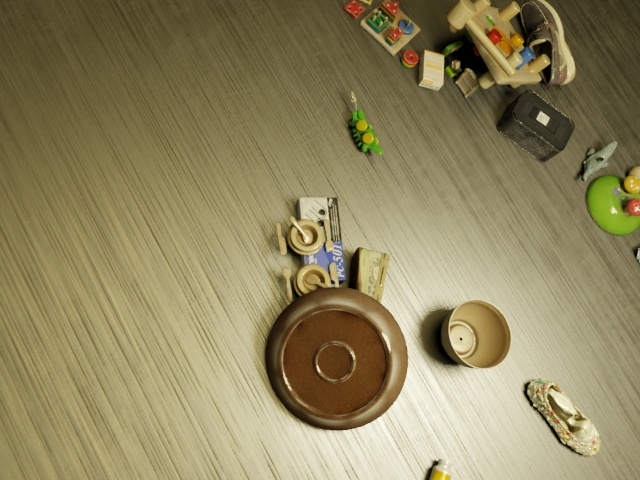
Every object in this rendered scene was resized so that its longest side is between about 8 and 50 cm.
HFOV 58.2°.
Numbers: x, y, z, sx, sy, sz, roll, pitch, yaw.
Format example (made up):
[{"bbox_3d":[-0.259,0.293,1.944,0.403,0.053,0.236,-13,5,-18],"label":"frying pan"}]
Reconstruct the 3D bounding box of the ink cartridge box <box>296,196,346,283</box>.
[{"bbox_3d":[0.000,0.000,1.369,0.097,0.046,0.207,-1,74,-15],"label":"ink cartridge box"}]

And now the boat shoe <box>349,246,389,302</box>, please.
[{"bbox_3d":[0.116,0.153,1.323,0.089,0.104,0.285,8,70,-11],"label":"boat shoe"}]

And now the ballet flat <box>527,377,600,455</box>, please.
[{"bbox_3d":[0.602,0.432,1.392,0.241,0.077,0.091,44,66,0],"label":"ballet flat"}]

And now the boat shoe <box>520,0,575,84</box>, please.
[{"bbox_3d":[0.668,-0.597,1.725,0.092,0.103,0.285,-18,85,-25],"label":"boat shoe"}]

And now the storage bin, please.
[{"bbox_3d":[0.611,-0.324,1.630,0.180,0.084,0.122,35,67,-4],"label":"storage bin"}]

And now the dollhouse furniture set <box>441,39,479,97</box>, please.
[{"bbox_3d":[0.408,-0.487,1.626,0.059,0.076,0.151,-30,83,-21],"label":"dollhouse furniture set"}]

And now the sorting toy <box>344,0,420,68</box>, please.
[{"bbox_3d":[0.197,-0.620,1.623,0.274,0.046,0.132,43,66,1],"label":"sorting toy"}]

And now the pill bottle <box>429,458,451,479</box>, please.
[{"bbox_3d":[0.265,0.533,1.279,0.043,0.043,0.083,27,68,-7],"label":"pill bottle"}]

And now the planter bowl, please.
[{"bbox_3d":[0.353,0.229,1.366,0.162,0.109,0.162,5,72,-16],"label":"planter bowl"}]

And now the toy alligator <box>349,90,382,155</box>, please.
[{"bbox_3d":[0.101,-0.295,1.492,0.051,0.056,0.189,-28,80,19],"label":"toy alligator"}]

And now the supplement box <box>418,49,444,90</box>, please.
[{"bbox_3d":[0.312,-0.479,1.616,0.062,0.036,0.098,11,70,-13],"label":"supplement box"}]

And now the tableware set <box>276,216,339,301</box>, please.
[{"bbox_3d":[-0.023,0.039,1.305,0.128,0.039,0.194,-6,75,-14],"label":"tableware set"}]

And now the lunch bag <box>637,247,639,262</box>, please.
[{"bbox_3d":[0.941,0.046,1.627,0.071,0.053,0.083,-27,92,-20],"label":"lunch bag"}]

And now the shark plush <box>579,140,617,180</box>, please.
[{"bbox_3d":[0.794,-0.232,1.663,0.161,0.067,0.073,-30,84,-23],"label":"shark plush"}]

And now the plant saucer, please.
[{"bbox_3d":[0.031,0.256,1.225,0.311,0.050,0.310,0,89,6],"label":"plant saucer"}]

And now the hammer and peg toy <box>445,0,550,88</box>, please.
[{"bbox_3d":[0.467,-0.532,1.570,0.361,0.127,0.266,-17,78,-45],"label":"hammer and peg toy"}]

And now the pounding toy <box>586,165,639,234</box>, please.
[{"bbox_3d":[0.889,-0.124,1.634,0.237,0.110,0.183,-19,79,-20],"label":"pounding toy"}]
